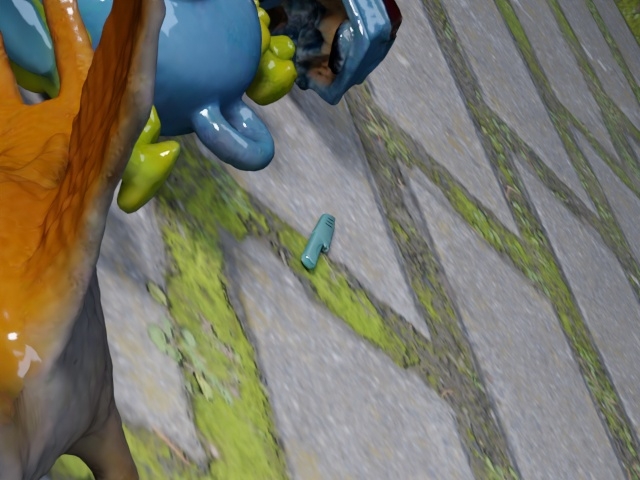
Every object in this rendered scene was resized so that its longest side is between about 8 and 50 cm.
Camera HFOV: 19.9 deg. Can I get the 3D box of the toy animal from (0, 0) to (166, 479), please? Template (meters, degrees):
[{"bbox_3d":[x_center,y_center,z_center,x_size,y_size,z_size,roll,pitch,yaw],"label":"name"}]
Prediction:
[{"bbox_3d":[-0.115,-0.007,0.575,0.284,0.225,0.302,-1,74,-84],"label":"toy animal"}]

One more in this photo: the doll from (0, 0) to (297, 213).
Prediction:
[{"bbox_3d":[-0.114,-0.172,0.874,0.341,0.099,0.346,58,18,7],"label":"doll"}]

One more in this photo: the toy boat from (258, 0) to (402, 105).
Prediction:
[{"bbox_3d":[-0.042,-0.180,1.126,0.097,0.100,0.223,-21,67,-36],"label":"toy boat"}]

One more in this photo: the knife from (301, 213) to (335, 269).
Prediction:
[{"bbox_3d":[0.000,0.000,1.022,0.014,0.005,0.091,51,17,-10],"label":"knife"}]
